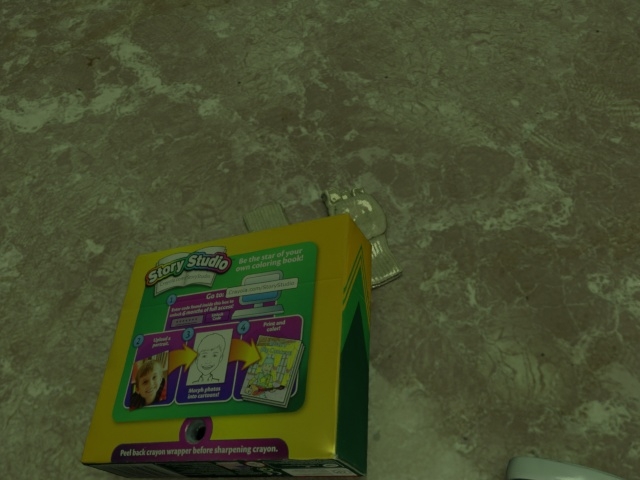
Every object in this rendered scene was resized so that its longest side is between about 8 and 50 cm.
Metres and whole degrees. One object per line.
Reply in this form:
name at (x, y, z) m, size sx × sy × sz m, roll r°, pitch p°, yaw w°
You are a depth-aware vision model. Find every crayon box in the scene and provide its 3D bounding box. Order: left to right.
crayon box at (-0.116, 0.147, 0.786) m, size 0.362 × 0.106 × 0.313 m, roll -10°, pitch 55°, yaw 23°

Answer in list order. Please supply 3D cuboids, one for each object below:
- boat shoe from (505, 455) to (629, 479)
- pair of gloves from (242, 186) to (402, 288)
boat shoe at (0.370, 0.348, 0.692) m, size 0.302 × 0.109 × 0.094 m, roll 18°, pitch 63°, yaw 11°
pair of gloves at (0.000, 0.000, 0.969) m, size 0.240 × 0.042 × 0.204 m, roll -13°, pitch 58°, yaw -5°
